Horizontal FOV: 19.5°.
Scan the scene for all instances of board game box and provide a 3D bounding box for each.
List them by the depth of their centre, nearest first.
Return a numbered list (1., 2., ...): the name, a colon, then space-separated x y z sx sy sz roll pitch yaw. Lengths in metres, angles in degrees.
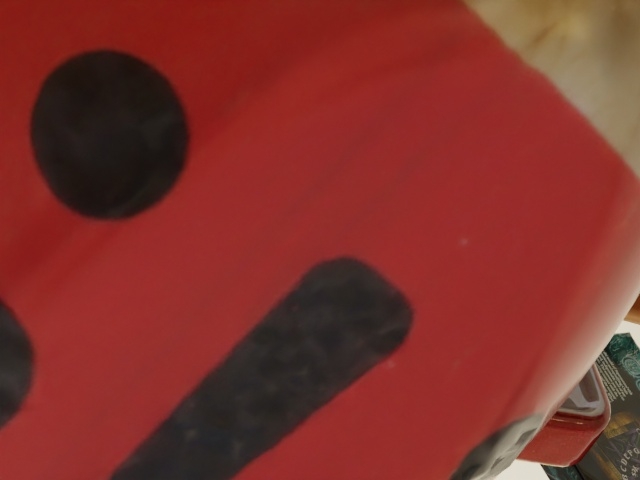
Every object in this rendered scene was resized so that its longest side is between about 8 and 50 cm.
1. board game box: 0.195 0.140 1.170 0.026 0.126 0.186 -54 -127 37

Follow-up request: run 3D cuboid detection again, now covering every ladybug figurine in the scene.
1. ladybug figurine: -0.045 0.014 0.604 0.449 0.305 0.162 -46 -148 11

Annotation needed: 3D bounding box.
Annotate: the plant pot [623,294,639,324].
1. plant pot: 0.157 -0.113 0.891 0.291 0.291 0.203 -2 -124 50

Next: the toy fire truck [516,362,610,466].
1. toy fire truck: 0.000 0.000 1.010 0.169 0.302 0.254 -57 -146 35
